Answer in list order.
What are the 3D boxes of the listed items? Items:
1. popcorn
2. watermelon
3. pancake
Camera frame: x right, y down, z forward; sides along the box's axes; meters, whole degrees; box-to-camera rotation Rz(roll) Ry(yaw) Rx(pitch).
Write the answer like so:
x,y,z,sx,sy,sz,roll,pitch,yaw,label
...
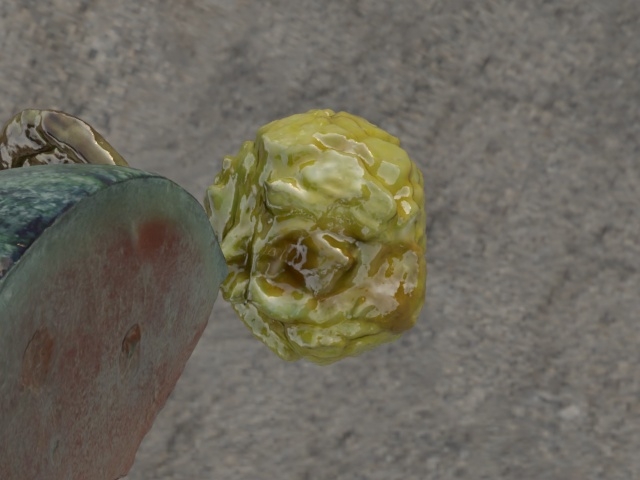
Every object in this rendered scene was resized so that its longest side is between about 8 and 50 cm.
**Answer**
x,y,z,sx,sy,sz,roll,pitch,yaw,label
-0.008,-0.003,1.263,0.249,0.225,0.249,-177,90,-72,popcorn
-0.159,0.079,0.576,0.148,0.318,0.226,7,111,19,watermelon
-0.197,0.010,1.090,0.250,0.031,0.250,27,133,33,pancake
